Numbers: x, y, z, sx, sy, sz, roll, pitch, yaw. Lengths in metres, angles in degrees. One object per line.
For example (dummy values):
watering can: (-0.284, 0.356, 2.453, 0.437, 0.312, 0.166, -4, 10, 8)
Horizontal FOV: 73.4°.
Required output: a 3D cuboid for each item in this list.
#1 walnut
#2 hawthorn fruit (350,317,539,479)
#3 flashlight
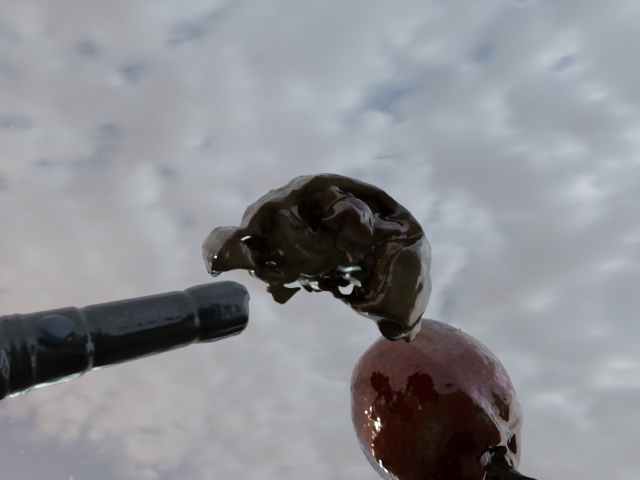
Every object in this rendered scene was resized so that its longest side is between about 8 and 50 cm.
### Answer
walnut: (0.005, 0.001, 0.464, 0.238, 0.204, 0.141, 16, -88, 6)
hawthorn fruit: (0.189, 0.254, 0.614, 0.300, 0.254, 0.254, 9, -41, 56)
flashlight: (-0.273, 0.118, 0.514, 0.424, 0.103, 0.103, -6, -41, -41)
